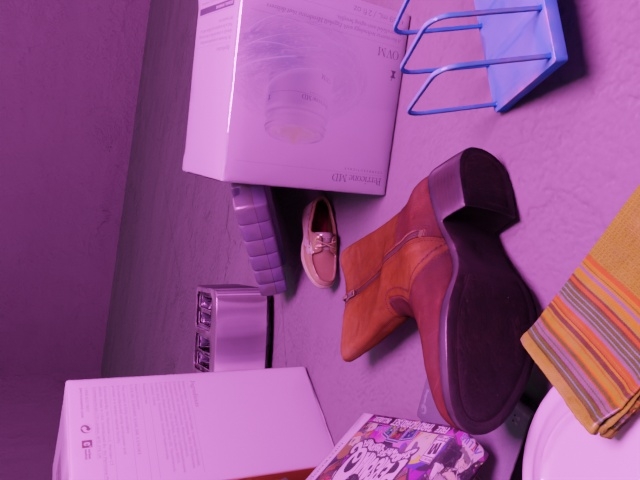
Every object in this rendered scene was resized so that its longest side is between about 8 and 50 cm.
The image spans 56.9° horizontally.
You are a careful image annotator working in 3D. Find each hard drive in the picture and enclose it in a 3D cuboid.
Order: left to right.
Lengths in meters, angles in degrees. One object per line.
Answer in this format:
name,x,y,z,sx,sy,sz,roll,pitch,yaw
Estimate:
hard drive,0.147,0.165,0.563,0.135,0.022,0.094,39,122,58

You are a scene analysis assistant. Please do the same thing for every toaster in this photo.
toaster,-0.159,0.166,1.063,0.185,0.110,0.168,0,88,63

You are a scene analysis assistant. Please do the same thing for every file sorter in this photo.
file sorter,0.120,-0.207,0.507,0.118,0.104,0.170,132,131,-80

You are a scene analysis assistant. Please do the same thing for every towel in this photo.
towel,0.222,0.010,0.385,0.237,0.021,0.102,-63,28,22

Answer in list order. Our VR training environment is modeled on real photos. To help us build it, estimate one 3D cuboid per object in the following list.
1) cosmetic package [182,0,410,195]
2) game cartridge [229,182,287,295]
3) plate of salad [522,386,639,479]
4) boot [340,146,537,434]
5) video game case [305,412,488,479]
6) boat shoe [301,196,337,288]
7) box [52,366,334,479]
cosmetic package,-0.031,-0.177,0.715,0.138,0.224,0.225,22,107,56
game cartridge,-0.115,-0.112,0.956,0.230,0.068,0.355,75,179,-53
plate of salad,0.217,0.179,0.395,0.200,0.048,0.200,-27,60,60
boot,0.078,0.077,0.602,0.280,0.096,0.264,137,137,-54
video game case,0.031,0.263,0.576,0.042,0.210,0.232,48,159,-3
boat shoe,0.000,0.000,0.836,0.045,0.050,0.135,129,136,-57
box,-0.184,0.316,0.836,0.215,0.345,0.168,-65,35,36
